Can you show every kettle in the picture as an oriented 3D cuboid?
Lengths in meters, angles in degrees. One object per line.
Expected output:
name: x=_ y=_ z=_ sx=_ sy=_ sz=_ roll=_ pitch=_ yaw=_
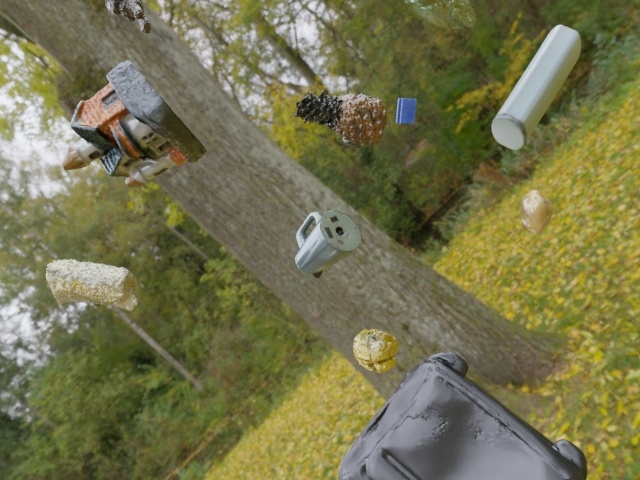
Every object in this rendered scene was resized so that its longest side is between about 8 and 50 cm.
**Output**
kettle: x=0.000 y=0.000 z=2.071 sx=0.160 sy=0.211 sz=0.243 roll=-12 pitch=-20 yaw=-38

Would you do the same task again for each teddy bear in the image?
teddy bear: x=-0.580 y=-0.710 z=1.792 sx=0.078 sy=0.160 sz=0.119 roll=-57 pitch=-16 yaw=-13

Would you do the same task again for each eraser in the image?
eraser: x=0.290 y=-0.437 z=1.988 sx=0.027 sy=0.063 sz=0.085 roll=-55 pitch=-30 yaw=-77
eraser: x=0.569 y=-0.394 z=1.552 sx=0.290 sy=0.104 sz=0.189 roll=-57 pitch=-23 yaw=-4

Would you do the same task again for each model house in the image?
model house: x=-0.460 y=-0.226 z=1.380 sx=0.301 sy=0.190 sz=0.271 roll=-34 pitch=-17 yaw=-1

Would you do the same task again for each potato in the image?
potato: x=0.412 y=-0.054 z=1.128 sx=0.068 sy=0.062 sz=0.083 roll=-33 pitch=-39 yaw=-71

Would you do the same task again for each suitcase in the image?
suitcase: x=0.239 y=0.414 z=1.030 sx=0.339 sy=0.345 sz=0.188 roll=-52 pitch=-21 yaw=-1

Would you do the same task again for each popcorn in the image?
popcorn: x=0.190 y=0.374 z=2.005 sx=0.148 sy=0.167 sz=0.152 roll=-46 pitch=-36 yaw=-7

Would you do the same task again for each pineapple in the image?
pineapple: x=0.050 y=-0.363 z=1.713 sx=0.158 sy=0.278 sz=0.158 roll=-174 pitch=90 yaw=-74

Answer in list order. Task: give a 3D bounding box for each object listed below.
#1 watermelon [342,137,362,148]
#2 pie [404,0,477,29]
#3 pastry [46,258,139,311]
watermelon: x=0.139 y=-0.387 z=2.225 sx=0.110 sy=0.078 sz=0.078 roll=-2 pitch=17 yaw=16
pie: x=0.288 y=-0.627 z=1.469 sx=0.105 sy=0.257 sz=0.274 roll=-46 pitch=35 yaw=42
pastry: x=-0.544 y=0.105 z=1.416 sx=0.121 sy=0.258 sz=0.089 roll=72 pitch=-153 yaw=-43
